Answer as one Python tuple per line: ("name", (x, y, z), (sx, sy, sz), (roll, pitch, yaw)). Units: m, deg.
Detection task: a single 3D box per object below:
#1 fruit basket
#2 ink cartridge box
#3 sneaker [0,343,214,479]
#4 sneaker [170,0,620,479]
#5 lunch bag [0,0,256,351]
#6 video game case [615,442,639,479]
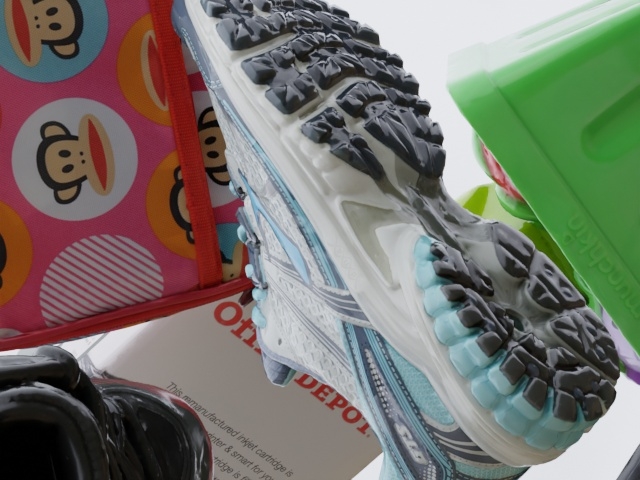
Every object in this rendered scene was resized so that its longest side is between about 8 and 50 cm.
("fruit basket", (0.196, 0.012, 1.652), (0.392, 0.392, 0.283), (-62, 2, 13))
("ink cartridge box", (-0.106, 0.122, 1.278), (0.273, 0.114, 0.198), (-42, -55, 10))
("sneaker", (-0.101, 0.091, 0.690), (0.135, 0.097, 0.276), (-26, -9, 28))
("sneaker", (0.000, 0.000, 0.872), (0.110, 0.283, 0.122), (-2, -39, -50))
("lunch bag", (-0.127, -0.097, 1.060), (0.258, 0.120, 0.293), (-13, -84, -16))
("video game case", (0.265, 0.140, 0.977), (0.035, 0.275, 0.248), (38, -96, -37))
